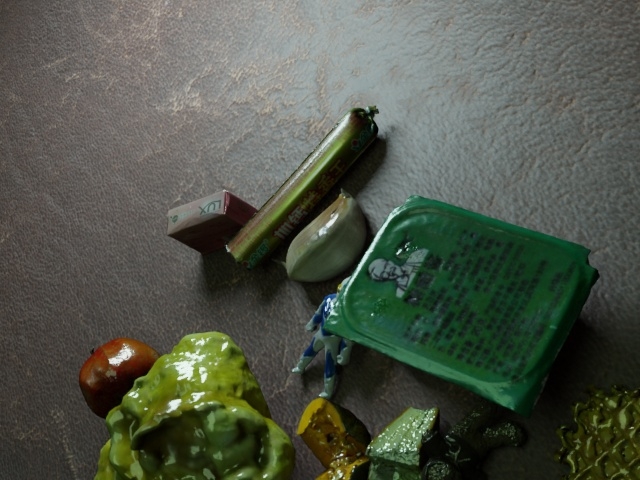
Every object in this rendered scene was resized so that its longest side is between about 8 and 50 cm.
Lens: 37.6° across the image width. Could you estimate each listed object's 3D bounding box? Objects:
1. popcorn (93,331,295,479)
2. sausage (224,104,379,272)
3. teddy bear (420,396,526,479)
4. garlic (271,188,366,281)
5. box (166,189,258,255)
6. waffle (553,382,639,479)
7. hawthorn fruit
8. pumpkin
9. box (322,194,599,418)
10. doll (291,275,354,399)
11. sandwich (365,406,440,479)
[{"bbox_3d":[-0.202,0.348,1.535,0.292,0.293,0.334,40,120,9],"label":"popcorn"},{"bbox_3d":[-0.021,-0.100,1.690,0.371,0.082,0.082,-47,50,9],"label":"sausage"},{"bbox_3d":[0.203,0.297,1.341,0.160,0.119,0.078,-44,10,-6],"label":"teddy bear"},{"bbox_3d":[-0.004,0.012,1.633,0.198,0.090,0.128,-45,35,21],"label":"garlic"},{"bbox_3d":[-0.203,-0.033,1.772,0.156,0.111,0.060,-18,60,28],"label":"box"},{"bbox_3d":[0.411,0.292,1.210,0.231,0.051,0.228,-3,72,37],"label":"waffle"},{"bbox_3d":[-0.377,0.250,1.751,0.194,0.157,0.157,27,88,44],"label":"hawthorn fruit"},{"bbox_3d":[0.028,0.341,1.433,0.119,0.108,0.183,-33,43,48],"label":"pumpkin"},{"bbox_3d":[0.211,0.097,1.369,0.337,0.106,0.264,20,67,33],"label":"box"},{"bbox_3d":[0.022,0.138,1.538,0.114,0.057,0.227,40,111,46],"label":"doll"},{"bbox_3d":[0.116,0.356,1.375,0.090,0.088,0.244,1,71,34],"label":"sandwich"}]
